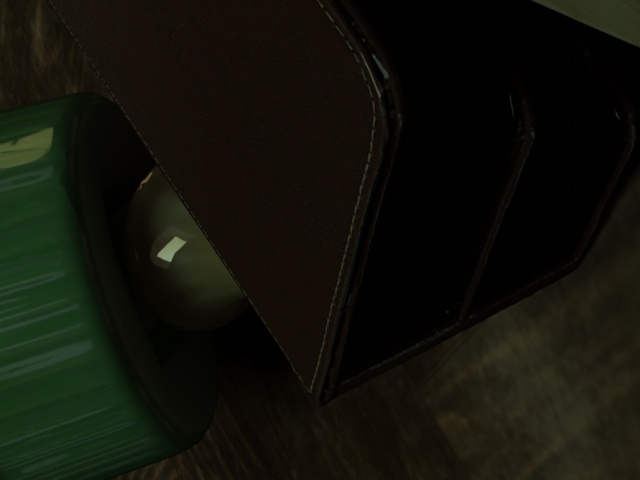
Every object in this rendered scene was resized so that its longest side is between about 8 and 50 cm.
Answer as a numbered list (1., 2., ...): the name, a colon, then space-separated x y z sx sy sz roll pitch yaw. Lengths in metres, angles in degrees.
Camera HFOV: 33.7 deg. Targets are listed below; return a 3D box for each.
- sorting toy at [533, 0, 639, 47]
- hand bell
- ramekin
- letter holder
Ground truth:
1. sorting toy: 0.073 -0.141 0.314 0.046 0.275 0.132 -72 5 -75
2. hand bell: 0.000 0.000 0.646 0.242 0.126 0.126 0 107 46
3. ramekin: -0.188 0.038 0.782 0.303 0.148 0.303 -17 -90 -82
4. letter holder: -0.008 -0.122 0.473 0.301 0.152 0.214 54 156 27
